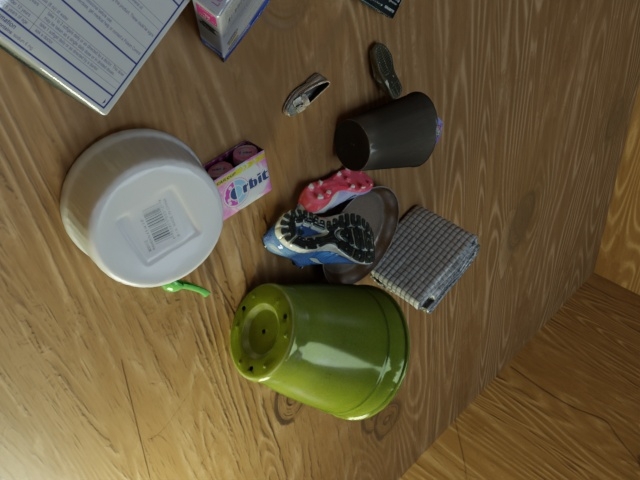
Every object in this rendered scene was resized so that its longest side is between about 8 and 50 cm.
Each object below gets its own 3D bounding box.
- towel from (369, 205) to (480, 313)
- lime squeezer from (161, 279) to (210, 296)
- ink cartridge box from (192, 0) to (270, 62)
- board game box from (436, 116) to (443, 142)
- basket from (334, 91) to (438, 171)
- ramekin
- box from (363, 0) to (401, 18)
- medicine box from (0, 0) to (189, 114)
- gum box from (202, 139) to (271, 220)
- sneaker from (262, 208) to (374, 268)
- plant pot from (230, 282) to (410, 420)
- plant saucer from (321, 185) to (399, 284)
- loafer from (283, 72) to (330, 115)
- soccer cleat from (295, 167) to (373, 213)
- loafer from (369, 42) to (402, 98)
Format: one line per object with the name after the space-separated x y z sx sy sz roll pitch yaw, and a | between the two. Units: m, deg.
0.306 0.060 2.030 0.283 0.235 0.121 -49 150 -12 | towel
-0.294 0.045 1.422 0.110 0.059 0.310 -25 139 -21 | lime squeezer
-0.139 -0.427 1.162 0.185 0.065 0.311 -56 -176 -3 | ink cartridge box
0.308 -0.296 1.931 0.169 0.033 0.133 27 94 -55 | board game box
0.159 -0.258 1.684 0.227 0.154 0.204 -19 133 -38 | basket
-0.311 -0.050 1.222 0.277 0.135 0.277 -17 125 -27 | ramekin
0.124 -0.598 1.449 0.220 0.051 0.175 7 116 -52 | box
-0.351 -0.379 0.963 0.289 0.149 0.263 -56 145 -4 | medicine box
-0.199 -0.115 1.424 0.188 0.062 0.107 -36 139 -27 | gum box
0.000 0.000 1.686 0.330 0.147 0.129 12 69 -36 | sneaker
-0.026 0.257 1.716 0.353 0.366 0.366 19 101 -42 | plant pot
0.103 -0.017 1.881 0.311 0.050 0.310 -30 137 -33 | plant saucer
-0.030 -0.320 1.494 0.125 0.039 0.045 -48 145 -14 | loafer
0.035 -0.120 1.709 0.248 0.083 0.095 -22 159 -45 | soccer cleat
0.150 -0.409 1.641 0.056 0.050 0.148 -43 127 -25 | loafer
